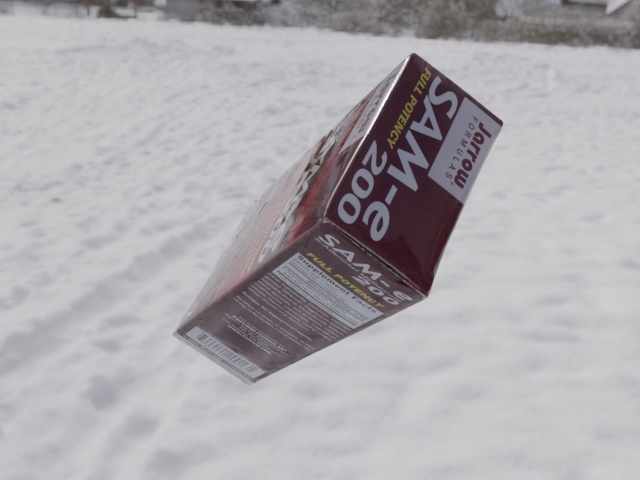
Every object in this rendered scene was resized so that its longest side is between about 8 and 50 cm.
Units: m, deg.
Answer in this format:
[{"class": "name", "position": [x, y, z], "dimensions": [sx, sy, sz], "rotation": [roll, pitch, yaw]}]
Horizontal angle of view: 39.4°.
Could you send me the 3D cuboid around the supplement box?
[{"class": "supplement box", "position": [0.000, 0.000, 0.564], "dimensions": [0.073, 0.239, 0.130], "rotation": [36, 58, -12]}]
